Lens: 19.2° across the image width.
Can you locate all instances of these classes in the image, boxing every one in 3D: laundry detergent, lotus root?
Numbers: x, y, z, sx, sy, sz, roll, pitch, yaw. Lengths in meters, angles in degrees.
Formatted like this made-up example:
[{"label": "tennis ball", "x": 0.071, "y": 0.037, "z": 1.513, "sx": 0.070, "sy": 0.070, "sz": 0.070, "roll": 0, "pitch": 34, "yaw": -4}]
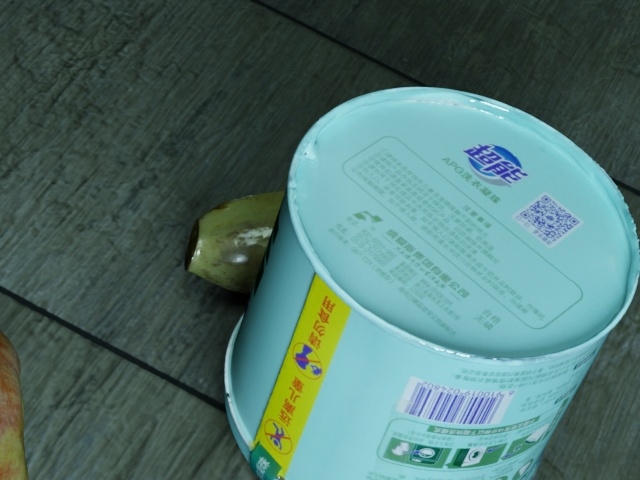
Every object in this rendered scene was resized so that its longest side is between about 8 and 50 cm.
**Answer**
[{"label": "laundry detergent", "x": 0.076, "y": 0.079, "z": 1.560, "sx": 0.287, "sy": 0.305, "sz": 0.287, "roll": 10, "pitch": 47, "yaw": -10}, {"label": "lotus root", "x": 0.000, "y": 0.000, "z": 1.754, "sx": 0.259, "sy": 0.097, "sz": 0.110, "roll": -4, "pitch": 40, "yaw": -11}]

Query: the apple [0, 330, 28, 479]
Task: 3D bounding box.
[{"label": "apple", "x": -0.314, "y": 0.145, "z": 1.456, "sx": 0.174, "sy": 0.188, "sz": 0.188, "roll": -3, "pitch": 50, "yaw": -6}]
